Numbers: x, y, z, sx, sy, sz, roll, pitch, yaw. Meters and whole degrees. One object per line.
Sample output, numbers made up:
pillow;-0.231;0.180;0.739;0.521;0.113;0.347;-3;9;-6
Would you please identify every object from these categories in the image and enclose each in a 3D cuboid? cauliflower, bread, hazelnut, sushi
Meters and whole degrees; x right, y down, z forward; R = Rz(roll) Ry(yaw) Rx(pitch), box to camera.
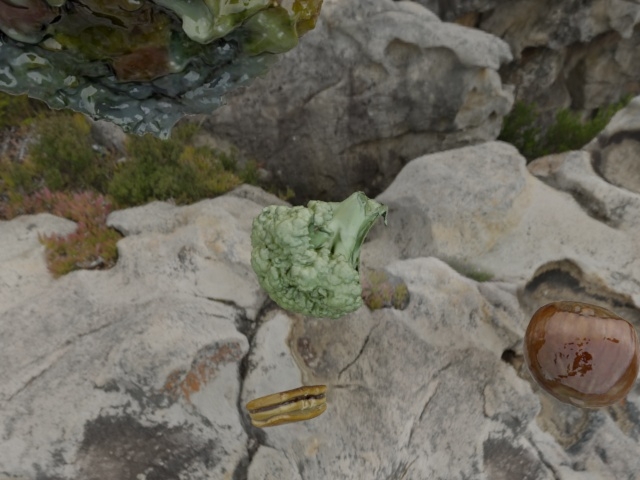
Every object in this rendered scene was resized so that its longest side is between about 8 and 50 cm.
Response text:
cauliflower;-0.016;0.008;1.121;0.327;0.260;0.281;27;94;35
bread;-0.069;0.372;1.268;0.115;0.200;0.077;-19;73;31
hazelnut;0.494;0.218;1.075;0.214;0.176;0.214;-10;52;13
sushi;-0.108;-0.162;0.323;0.184;0.274;0.140;-26;63;35
